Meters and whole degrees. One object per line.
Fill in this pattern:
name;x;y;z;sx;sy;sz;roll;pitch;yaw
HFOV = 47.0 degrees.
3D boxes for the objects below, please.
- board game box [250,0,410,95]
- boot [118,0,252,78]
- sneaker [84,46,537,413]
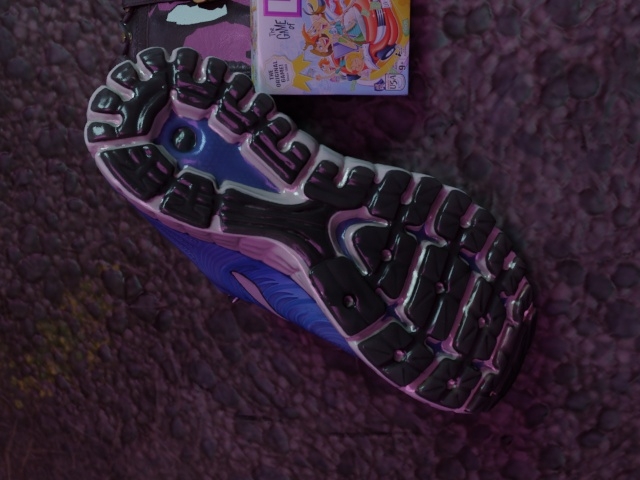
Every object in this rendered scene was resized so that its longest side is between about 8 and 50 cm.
board game box;0.006;-0.171;0.476;0.103;0.026;0.154;-4;101;-16
boot;-0.132;-0.213;0.516;0.263;0.091;0.229;5;103;17
sneaker;0.000;0.000;0.505;0.330;0.147;0.130;35;77;-6
